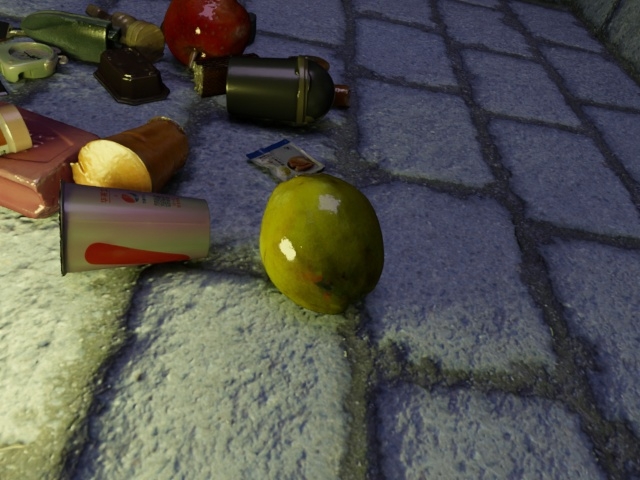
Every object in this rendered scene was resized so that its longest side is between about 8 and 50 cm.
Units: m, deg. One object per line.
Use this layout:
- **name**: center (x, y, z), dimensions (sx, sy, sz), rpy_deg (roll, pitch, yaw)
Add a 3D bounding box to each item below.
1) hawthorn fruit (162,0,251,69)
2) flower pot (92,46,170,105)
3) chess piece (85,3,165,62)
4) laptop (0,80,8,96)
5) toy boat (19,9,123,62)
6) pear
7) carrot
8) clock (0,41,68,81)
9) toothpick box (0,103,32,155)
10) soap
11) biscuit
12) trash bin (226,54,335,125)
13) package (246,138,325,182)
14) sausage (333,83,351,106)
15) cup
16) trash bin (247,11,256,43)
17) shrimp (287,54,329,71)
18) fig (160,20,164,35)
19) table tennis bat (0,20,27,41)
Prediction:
- **hawthorn fruit**: center (-0.395, -0.699, 1.737), dimensions (0.287, 0.287, 0.330), rpy_deg (15, 61, 0)
- **flower pot**: center (-0.601, -0.533, 1.613), dimensions (0.179, 0.084, 0.251), rpy_deg (-24, 54, -34)
- **chess piece**: center (-0.684, -0.732, 1.772), dimensions (0.301, 0.137, 0.137), rpy_deg (32, 45, 24)
- **laptop**: center (-1.014, -0.434, 1.448), dimensions (0.197, 0.016, 0.135), rpy_deg (-24, 56, -34)
- **toy boat**: center (-0.813, -0.670, 1.657), dimensions (0.319, 0.141, 0.092), rpy_deg (10, 44, -5)
- **pear**: center (0.000, 0.000, 1.100), dimensions (0.269, 0.269, 0.321), rpy_deg (-20, 71, -31)
- **carrot**: center (-0.441, -0.185, 1.241), dimensions (0.196, 0.196, 0.254), rpy_deg (18, 29, 4)
- **clock**: center (-0.892, -0.558, 1.576), dimensions (0.191, 0.062, 0.151), rpy_deg (-23, 53, -34)
- **toothpick box**: center (-0.699, -0.218, 1.059), dimensions (0.149, 0.098, 0.098), rpy_deg (-28, 57, -32)
- **soap**: center (-0.727, -0.197, 1.196), dimensions (0.359, 0.128, 0.233), rpy_deg (20, 43, 8)
- **biscuit**: center (-0.308, -0.553, 1.696), dimensions (0.252, 0.106, 0.070), rpy_deg (-20, 52, -32)
- **trash bin**: center (-0.118, -0.472, 1.588), dimensions (0.334, 0.214, 0.214), rpy_deg (6, 43, -5)
- **package**: center (-0.099, -0.227, 1.467), dimensions (0.173, 0.027, 0.171), rpy_deg (39, 48, 19)
- **sausage**: center (-0.035, -0.528, 1.763), dimensions (0.302, 0.076, 0.103), rpy_deg (16, 49, 0)
- **cup**: center (-0.390, -0.024, 1.077), dimensions (0.288, 0.203, 0.203), rpy_deg (-1, 45, -24)
- **trash bin**: center (-0.365, -0.857, 2.008), dimensions (0.236, 0.101, 0.177), rpy_deg (29, 46, 18)
- **shrimp**: center (-0.097, -0.656, 1.893), dimensions (0.287, 0.063, 0.152), rpy_deg (-13, 47, -31)
- **fig**: center (-0.564, -0.780, 1.894), dimensions (0.074, 0.074, 0.088), rpy_deg (20, 58, 6)
- **table tennis bat**: center (-1.077, -0.704, 1.710), dimensions (0.301, 0.022, 0.173), rpy_deg (-6, 46, -19)
